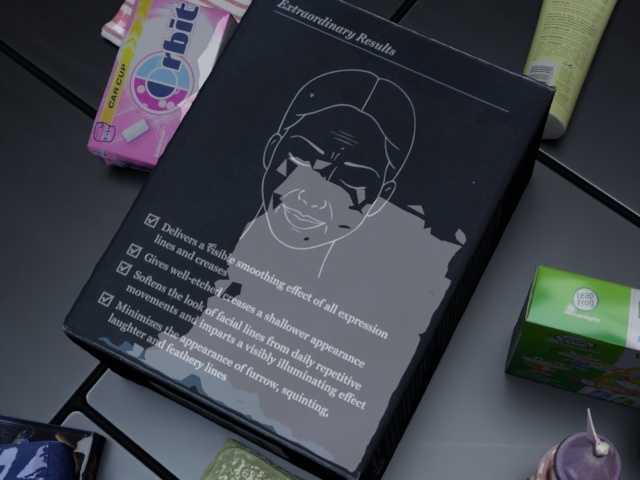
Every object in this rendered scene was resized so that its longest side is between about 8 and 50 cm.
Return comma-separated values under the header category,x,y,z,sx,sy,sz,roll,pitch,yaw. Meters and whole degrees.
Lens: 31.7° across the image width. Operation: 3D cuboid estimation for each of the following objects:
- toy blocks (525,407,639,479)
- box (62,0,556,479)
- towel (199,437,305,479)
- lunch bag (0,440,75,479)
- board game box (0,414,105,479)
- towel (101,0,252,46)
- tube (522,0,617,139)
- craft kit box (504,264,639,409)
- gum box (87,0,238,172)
category,x,y,z,sx,sy,sz,roll,pitch,yaw
toy blocks,0.232,0.303,0.930,0.309,0.260,0.288,-16,72,-1
box,0.000,0.000,1.074,0.294,0.212,0.395,26,77,12
towel,-0.055,0.268,1.083,0.148,0.027,0.110,26,81,12
lunch bag,-0.280,0.225,1.052,0.098,0.067,0.065,-5,71,4
board game box,-0.319,0.293,1.091,0.165,0.042,0.243,8,72,7
towel,-0.140,-0.277,1.273,0.144,0.029,0.197,29,76,14
tube,0.267,-0.222,1.212,0.070,0.062,0.240,34,66,-31
craft kit box,0.297,0.105,0.998,0.250,0.246,0.061,14,73,10
gum box,-0.165,-0.158,1.204,0.107,0.062,0.188,16,84,11
